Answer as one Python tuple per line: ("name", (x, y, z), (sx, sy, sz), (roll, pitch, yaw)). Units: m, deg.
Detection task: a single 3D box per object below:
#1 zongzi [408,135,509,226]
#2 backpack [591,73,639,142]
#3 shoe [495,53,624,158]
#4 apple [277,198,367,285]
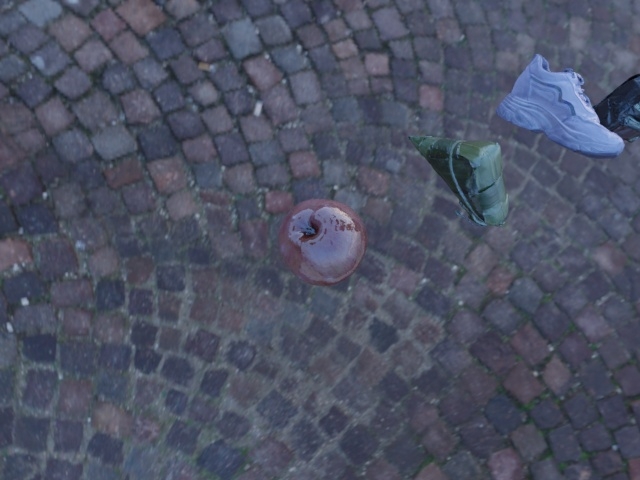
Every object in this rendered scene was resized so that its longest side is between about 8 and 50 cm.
("zongzi", (0.162, -0.070, 1.061), (0.119, 0.109, 0.055), (16, 46, 43))
("backpack", (0.661, -0.278, 1.925), (0.120, 0.165, 0.105), (2, 65, -27))
("shoe", (0.450, -0.240, 1.646), (0.245, 0.137, 0.095), (31, 18, 28))
("apple", (0.000, 0.000, 1.547), (0.153, 0.120, 0.153), (-6, 70, 17))
